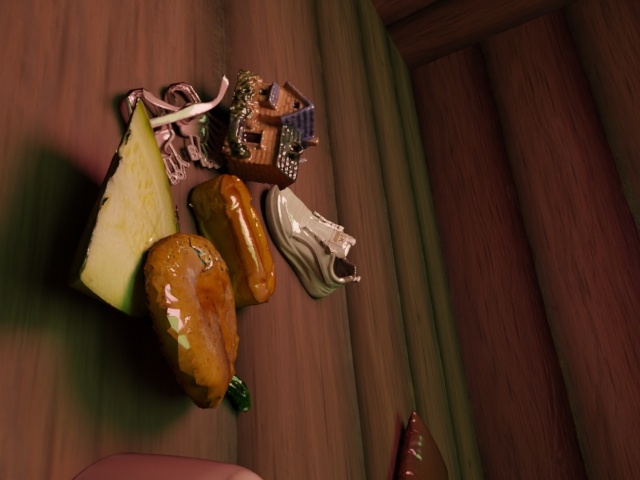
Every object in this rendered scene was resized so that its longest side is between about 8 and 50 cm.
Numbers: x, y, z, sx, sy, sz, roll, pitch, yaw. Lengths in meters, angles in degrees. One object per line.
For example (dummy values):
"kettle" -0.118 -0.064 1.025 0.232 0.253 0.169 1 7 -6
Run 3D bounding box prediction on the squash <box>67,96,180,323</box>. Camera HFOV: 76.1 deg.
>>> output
"squash" -0.225 -0.013 0.539 0.154 0.204 0.237 24 56 -30

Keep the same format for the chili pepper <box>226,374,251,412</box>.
"chili pepper" -0.152 0.247 0.679 0.118 0.035 0.056 44 42 -45

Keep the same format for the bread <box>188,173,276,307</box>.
"bread" -0.149 0.002 0.745 0.102 0.094 0.246 -30 104 -68

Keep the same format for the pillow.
"pillow" 0.314 0.751 1.257 0.306 0.108 0.308 63 30 -21

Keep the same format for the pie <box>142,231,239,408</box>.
"pie" -0.172 0.108 0.588 0.273 0.069 0.274 170 -90 -88

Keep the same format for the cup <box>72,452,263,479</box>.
"cup" -0.159 0.366 0.427 0.191 0.200 0.253 23 58 -58

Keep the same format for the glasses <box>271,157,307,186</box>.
"glasses" -0.083 -0.169 0.937 0.140 0.103 0.063 41 41 -54

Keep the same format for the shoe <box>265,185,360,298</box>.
"shoe" 0.000 0.000 0.962 0.317 0.159 0.124 63 30 -29

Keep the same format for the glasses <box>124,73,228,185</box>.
"glasses" -0.218 -0.192 0.705 0.255 0.095 0.162 -49 131 -56

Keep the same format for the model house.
"model house" -0.089 -0.208 0.815 0.166 0.172 0.183 108 -8 -71
